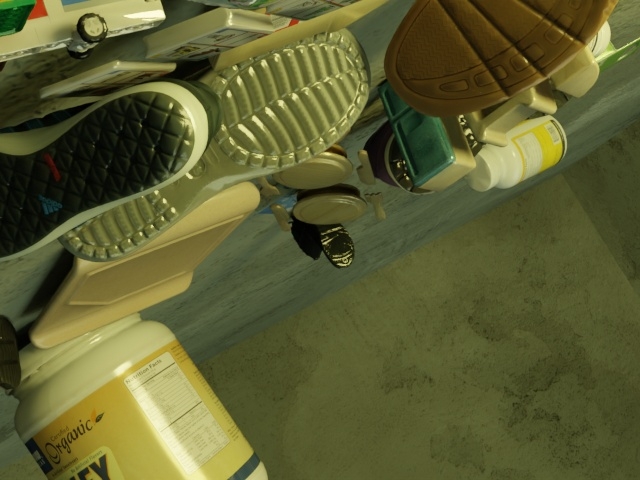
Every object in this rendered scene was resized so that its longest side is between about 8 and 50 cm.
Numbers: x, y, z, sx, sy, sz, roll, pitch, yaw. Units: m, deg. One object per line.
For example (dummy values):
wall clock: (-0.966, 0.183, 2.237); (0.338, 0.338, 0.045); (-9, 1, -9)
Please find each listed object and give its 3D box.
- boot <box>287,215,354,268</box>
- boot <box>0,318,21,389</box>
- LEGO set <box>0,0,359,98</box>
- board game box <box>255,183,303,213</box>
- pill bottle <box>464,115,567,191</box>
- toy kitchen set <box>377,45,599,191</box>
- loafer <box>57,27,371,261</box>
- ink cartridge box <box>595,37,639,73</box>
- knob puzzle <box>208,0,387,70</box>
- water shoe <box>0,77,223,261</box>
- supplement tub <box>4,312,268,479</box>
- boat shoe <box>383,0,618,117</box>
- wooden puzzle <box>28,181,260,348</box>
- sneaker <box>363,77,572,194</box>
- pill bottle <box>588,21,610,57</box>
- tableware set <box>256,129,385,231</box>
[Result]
boot: (0.000, 0.001, 1.269); (0.045, 0.121, 0.099); (-24, 165, -23)
boot: (-0.392, 0.131, 0.911); (0.137, 0.076, 0.198); (-12, 177, -4)
LEGO set: (-0.083, -0.108, 0.388); (0.183, 0.060, 0.244); (-16, -174, 17)
board game box: (-0.030, -0.063, 1.100); (0.090, 0.020, 0.090); (-31, 171, 18)
pill bottle: (0.339, -0.152, 1.577); (0.184, 0.103, 0.103); (-25, 171, -29)
toy kitchen set: (0.111, -0.155, 0.789); (0.166, 0.122, 0.207); (8, 146, -45)
loafer: (-0.081, -0.080, 0.625); (0.251, 0.094, 0.087); (-29, -153, -15)
ink cartridge box: (0.307, -0.225, 1.141); (0.209, 0.062, 0.109); (-30, 172, 2)
knob puzzle: (0.031, -0.182, 0.516); (0.213, 0.030, 0.213); (-29, 172, -5)
water shoe: (-0.149, -0.040, 0.525); (0.203, 0.072, 0.080); (-14, -167, 17)
supplement tub: (-0.239, 0.244, 1.133); (0.228, 0.316, 0.228); (-35, 177, -2)
boat shoe: (0.163, -0.194, 0.606); (0.285, 0.104, 0.089); (-38, -165, 21)
wooden puzzle: (-0.199, 0.024, 0.977); (0.221, 0.044, 0.238); (-24, 166, -37)
sneaker: (0.165, -0.162, 1.005); (0.283, 0.107, 0.124); (-33, -161, -12)
pill bottle: (0.244, -0.211, 0.915); (0.120, 0.067, 0.067); (-10, 161, -42)
tableware set: (0.001, -0.067, 0.995); (0.128, 0.039, 0.194); (-7, 159, 8)
